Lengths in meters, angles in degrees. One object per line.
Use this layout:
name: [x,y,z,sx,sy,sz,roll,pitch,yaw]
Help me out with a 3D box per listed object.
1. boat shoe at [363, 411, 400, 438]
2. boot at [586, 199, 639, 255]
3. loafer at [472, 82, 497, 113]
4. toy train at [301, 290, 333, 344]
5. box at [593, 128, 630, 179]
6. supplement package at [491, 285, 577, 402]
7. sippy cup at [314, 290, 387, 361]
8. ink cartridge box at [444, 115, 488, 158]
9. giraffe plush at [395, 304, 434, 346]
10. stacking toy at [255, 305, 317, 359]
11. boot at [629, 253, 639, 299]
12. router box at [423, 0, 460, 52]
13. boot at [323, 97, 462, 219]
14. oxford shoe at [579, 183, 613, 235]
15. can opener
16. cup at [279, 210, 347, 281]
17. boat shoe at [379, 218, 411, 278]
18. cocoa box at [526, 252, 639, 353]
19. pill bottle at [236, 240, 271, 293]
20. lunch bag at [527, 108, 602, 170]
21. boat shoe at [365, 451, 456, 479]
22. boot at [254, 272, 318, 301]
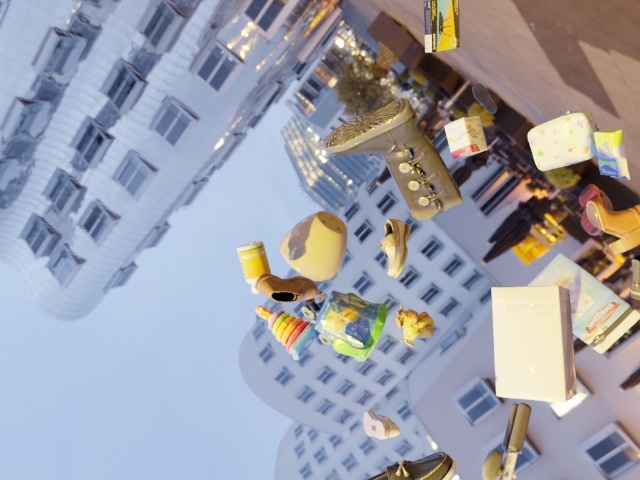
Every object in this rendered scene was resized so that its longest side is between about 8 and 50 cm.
boat shoe: [0.259,0.792,2.018,0.088,0.267,0.096,5,-106,-14]
boot: [0.855,-0.069,1.324,0.197,0.152,0.073,51,-167,-19]
loafer: [0.693,-0.598,1.986,0.148,0.056,0.050,58,-157,-1]
toy train: [0.048,0.385,2.290,0.142,0.190,0.334,-45,-67,-35]
box: [1.020,-0.297,1.646,0.109,0.042,0.179,-96,-12,-76]
supplement package: [0.586,0.277,1.291,0.177,0.175,0.293,14,-107,-53]
sippy cup: [0.107,0.311,1.804,0.223,0.240,0.305,26,170,-2]
ink cartridge box: [0.714,-0.507,2.307,0.128,0.127,0.177,-15,-90,-32]
giraffe plush: [0.467,0.422,2.436,0.171,0.210,0.181,54,-177,-29]
stacking toy: [-0.172,0.380,2.111,0.301,0.166,0.175,32,157,21]
boot: [1.010,0.076,1.410,0.076,0.197,0.137,23,138,56]
router box: [0.453,-0.804,1.749,0.133,0.179,0.046,-18,-154,-19]
boot: [0.270,-0.257,1.725,0.445,0.366,0.146,48,-135,-32]
oxford shoe: [0.975,-0.098,1.631,0.098,0.097,0.271,29,-135,1]
can opener: [0.613,0.656,1.525,0.093,0.074,0.281,34,-116,-2]
cup: [0.000,0.000,2.265,0.330,0.237,0.331,25,-150,-15]
boat shoe: [0.297,0.028,1.938,0.103,0.113,0.302,26,-138,-8]
cocoa box: [1.114,0.259,2.021,0.227,0.231,0.347,33,-164,-22]
pill bottle: [-0.277,0.114,2.012,0.117,0.117,0.209,-34,-70,-69]
lunch bag: [1.070,-0.443,2.054,0.107,0.279,0.224,-23,-85,-37]
boat shoe: [0.187,0.594,1.145,0.091,0.302,0.114,53,-171,7]
boot: [-0.104,0.203,1.797,0.305,0.113,0.115,12,-164,-48]
